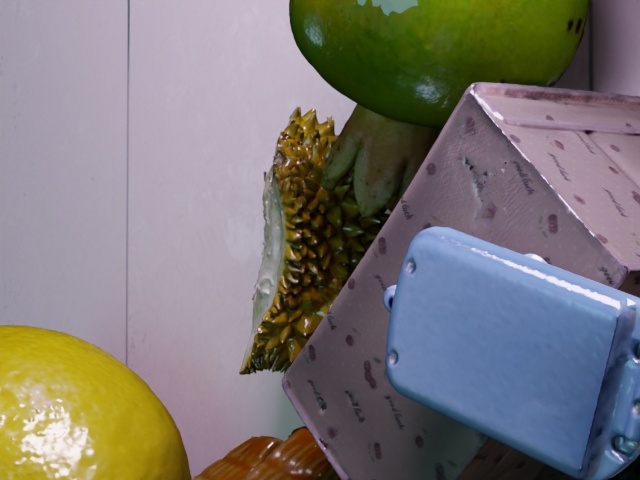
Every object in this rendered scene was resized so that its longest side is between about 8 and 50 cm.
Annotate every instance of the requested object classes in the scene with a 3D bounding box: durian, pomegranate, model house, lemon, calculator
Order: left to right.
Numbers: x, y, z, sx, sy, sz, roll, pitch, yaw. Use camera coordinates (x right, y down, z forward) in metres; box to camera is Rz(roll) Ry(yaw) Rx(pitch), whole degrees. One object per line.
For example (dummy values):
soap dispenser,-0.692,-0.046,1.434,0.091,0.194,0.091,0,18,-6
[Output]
lemon,-0.287,0.268,1.445,0.364,0.364,0.364,-2,88,48
model house,-0.020,0.243,1.224,0.199,0.229,0.220,36,114,36
durian,0.008,0.003,1.262,0.138,0.183,0.250,9,108,24
pomegranate,0.076,-0.152,1.066,0.236,0.236,0.302,44,123,39
calculator,0.121,0.068,0.876,0.210,0.039,0.121,21,107,38

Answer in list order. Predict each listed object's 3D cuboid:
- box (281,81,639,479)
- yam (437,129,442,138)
box,0.155,0.058,1.032,0.190,0.225,0.297,52,126,32
yam,0.102,-0.061,1.203,0.078,0.078,0.179,-34,64,42
